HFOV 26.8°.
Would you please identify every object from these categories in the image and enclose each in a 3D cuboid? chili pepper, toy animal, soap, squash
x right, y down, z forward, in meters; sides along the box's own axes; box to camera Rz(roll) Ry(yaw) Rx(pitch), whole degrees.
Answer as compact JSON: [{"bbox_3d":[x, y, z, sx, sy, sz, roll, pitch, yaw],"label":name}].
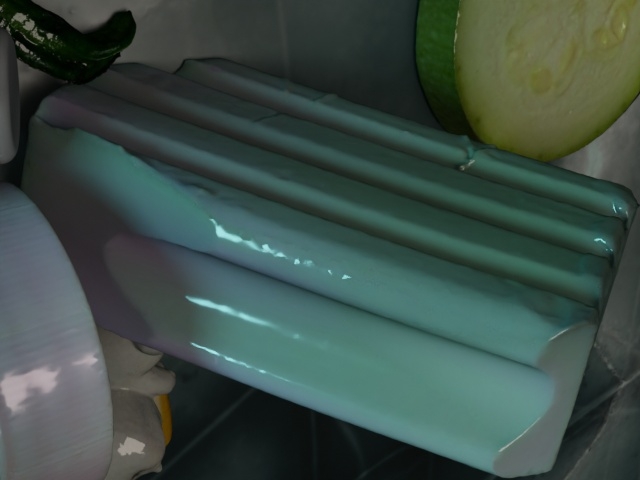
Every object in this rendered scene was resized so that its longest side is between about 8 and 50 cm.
[{"bbox_3d":[-0.152,-0.120,0.783,0.118,0.035,0.055,5,71,-40],"label":"chili pepper"},{"bbox_3d":[-0.158,0.122,0.894,0.127,0.131,0.182,19,93,-10],"label":"toy animal"},{"bbox_3d":[0.000,0.000,0.808,0.208,0.346,0.115,-51,158,-59],"label":"soap"},{"bbox_3d":[0.180,-0.183,1.020,0.252,0.049,0.252,-18,120,-33],"label":"squash"}]

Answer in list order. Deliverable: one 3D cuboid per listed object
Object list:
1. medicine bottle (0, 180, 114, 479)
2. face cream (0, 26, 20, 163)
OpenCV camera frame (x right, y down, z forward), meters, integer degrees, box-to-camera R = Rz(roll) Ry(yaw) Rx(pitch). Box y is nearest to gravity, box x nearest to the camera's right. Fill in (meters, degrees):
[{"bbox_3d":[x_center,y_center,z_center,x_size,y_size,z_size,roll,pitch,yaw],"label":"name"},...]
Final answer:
[{"bbox_3d":[-0.312,0.103,0.661,0.378,0.213,0.214,-19,123,-30],"label":"medicine bottle"},{"bbox_3d":[-0.212,-0.077,0.724,0.095,0.091,0.091,-2,116,-7],"label":"face cream"}]
